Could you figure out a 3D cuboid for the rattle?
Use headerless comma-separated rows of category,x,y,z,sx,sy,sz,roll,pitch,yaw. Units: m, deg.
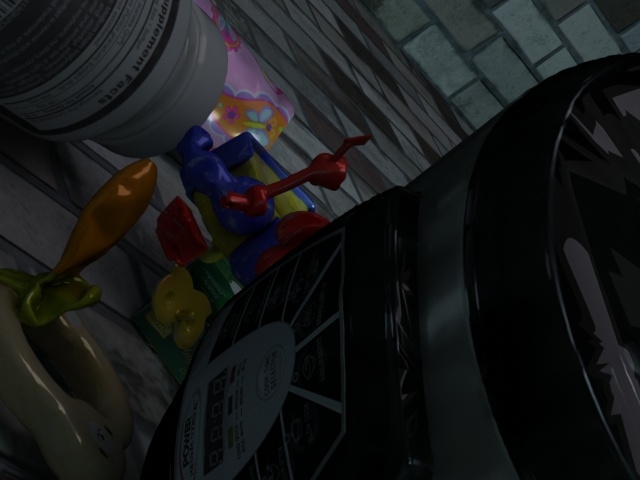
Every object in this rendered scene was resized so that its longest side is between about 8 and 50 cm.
rattle,-0.106,0.079,0.851,0.199,0.143,0.130,57,-7,33

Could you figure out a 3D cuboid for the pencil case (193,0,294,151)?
pencil case,-0.149,-0.182,1.368,0.284,0.124,0.124,48,15,-27

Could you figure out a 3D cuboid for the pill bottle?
pill bottle,-0.200,-0.174,1.034,0.318,0.176,0.176,36,23,-55

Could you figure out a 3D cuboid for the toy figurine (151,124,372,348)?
toy figurine,0.000,0.000,1.132,0.362,0.191,0.217,44,13,-45

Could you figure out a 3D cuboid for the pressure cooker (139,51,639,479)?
pressure cooker,0.109,0.152,0.801,0.370,0.420,0.375,-26,81,-46

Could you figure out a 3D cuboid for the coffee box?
coffee box,-0.078,0.070,1.161,0.113,0.040,0.184,54,13,-6
